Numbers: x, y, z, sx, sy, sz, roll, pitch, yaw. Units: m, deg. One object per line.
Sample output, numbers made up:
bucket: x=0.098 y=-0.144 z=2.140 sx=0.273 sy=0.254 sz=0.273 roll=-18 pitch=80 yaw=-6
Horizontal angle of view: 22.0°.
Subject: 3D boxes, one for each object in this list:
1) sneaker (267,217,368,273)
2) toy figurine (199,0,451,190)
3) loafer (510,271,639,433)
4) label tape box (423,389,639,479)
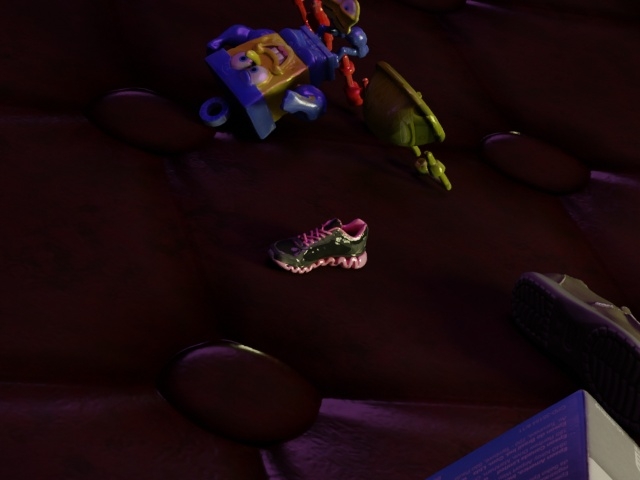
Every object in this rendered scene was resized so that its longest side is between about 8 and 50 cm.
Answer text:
sneaker: x=0.000 y=0.000 z=1.723 sx=0.119 sy=0.057 sz=0.047 roll=-6 pitch=39 yaw=-32
toy figurine: x=-0.031 y=-0.164 z=1.953 sx=0.217 sy=0.191 sz=0.362 roll=-28 pitch=54 yaw=-12
loafer: x=0.301 y=0.104 z=1.667 sx=0.087 sy=0.094 sz=0.251 roll=-12 pitch=41 yaw=-34
label tape box: x=0.116 y=0.281 z=1.127 sx=0.106 sy=0.240 sz=0.333 roll=47 pitch=25 yaw=-18
